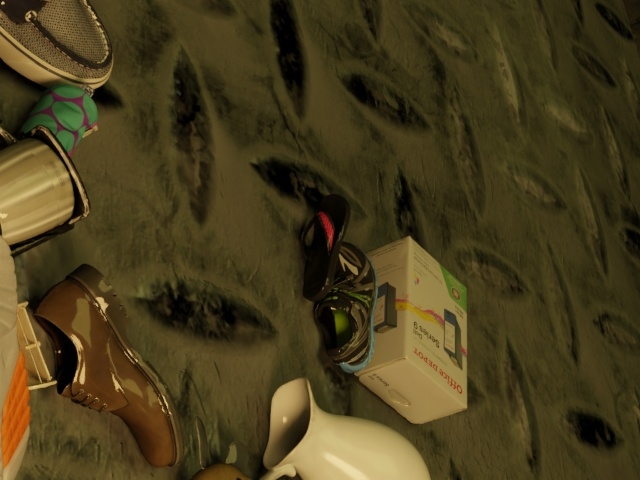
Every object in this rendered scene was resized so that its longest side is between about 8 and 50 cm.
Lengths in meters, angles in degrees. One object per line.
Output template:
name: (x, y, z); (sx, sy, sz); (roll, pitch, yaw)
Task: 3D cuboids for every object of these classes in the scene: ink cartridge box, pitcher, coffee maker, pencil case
ink cartridge box: (0.130, 0.127, 1.700); (0.154, 0.093, 0.212); (41, 41, -35)
pitcher: (0.021, 0.284, 1.424); (0.207, 0.125, 0.178); (35, 63, -24)
coffee maker: (-0.321, -0.009, 1.092); (0.178, 0.171, 0.120); (-32, 74, -38)
pencil case: (-0.282, -0.101, 1.269); (0.070, 0.064, 0.152); (27, 43, -10)

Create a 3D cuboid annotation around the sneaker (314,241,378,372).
sneaker: (0.033, 0.081, 1.610); (0.078, 0.067, 0.188); (37, 44, -47)

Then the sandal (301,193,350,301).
sandal: (0.000, 0.000, 1.623); (0.040, 0.067, 0.179); (33, 45, -24)

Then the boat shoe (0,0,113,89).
boat shoe: (-0.302, -0.291, 1.249); (0.340, 0.158, 0.127); (42, 44, -37)

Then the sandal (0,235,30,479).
sandal: (-0.303, 0.113, 1.040); (0.102, 0.076, 0.265); (-66, 160, -68)

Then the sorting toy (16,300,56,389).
sorting toy: (-0.299, 0.108, 1.130); (0.075, 0.045, 0.083); (-15, 82, -51)

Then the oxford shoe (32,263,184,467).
oxford shoe: (-0.216, 0.144, 1.210); (0.096, 0.083, 0.227); (-39, 107, -32)

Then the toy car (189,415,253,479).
toy car: (-0.085, 0.275, 1.251); (0.155, 0.149, 0.188); (47, 22, -48)
